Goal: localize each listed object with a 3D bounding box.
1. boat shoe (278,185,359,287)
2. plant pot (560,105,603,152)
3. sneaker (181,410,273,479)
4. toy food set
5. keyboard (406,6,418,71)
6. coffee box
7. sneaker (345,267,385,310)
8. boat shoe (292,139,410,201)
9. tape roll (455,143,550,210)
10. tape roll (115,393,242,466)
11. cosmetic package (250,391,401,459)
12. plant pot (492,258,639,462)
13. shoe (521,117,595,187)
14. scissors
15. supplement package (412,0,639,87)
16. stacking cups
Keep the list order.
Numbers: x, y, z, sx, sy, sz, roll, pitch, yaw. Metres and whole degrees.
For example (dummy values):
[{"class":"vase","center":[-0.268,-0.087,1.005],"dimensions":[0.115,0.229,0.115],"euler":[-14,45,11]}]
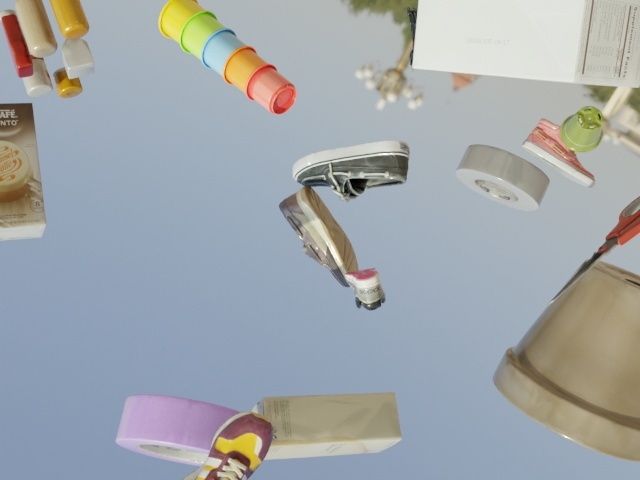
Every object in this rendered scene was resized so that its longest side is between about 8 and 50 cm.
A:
[{"class":"boat shoe","center":[0.000,0.000,2.003],"dimensions":[0.285,0.092,0.102],"euler":[57,-155,-31]},{"class":"plant pot","center":[0.514,-0.223,1.669],"dimensions":[0.083,0.083,0.079],"euler":[32,171,12]},{"class":"sneaker","center":[-0.115,0.285,1.002],"dimensions":[0.070,0.185,0.084],"euler":[31,-165,-20]},{"class":"toy food set","center":[-0.404,-0.298,1.265],"dimensions":[0.111,0.232,0.104],"euler":[-18,-99,-18]},{"class":"keyboard","center":[0.236,-0.489,1.828],"dimensions":[0.033,0.317,0.201],"euler":[24,-117,25]},{"class":"coffee box","center":[-0.610,-0.129,1.633],"dimensions":[0.141,0.098,0.246],"euler":[-6,-103,-24]},{"class":"sneaker","center":[0.086,0.095,1.628],"dimensions":[0.063,0.074,0.170],"euler":[-11,-177,-4]},{"class":"boat shoe","center":[0.062,-0.139,1.882],"dimensions":[0.306,0.104,0.113],"euler":[-6,165,34]},{"class":"tape roll","center":[0.442,-0.152,2.092],"dimensions":[0.219,0.072,0.219],"euler":[25,173,3]},{"class":"tape roll","center":[-0.258,0.382,1.696],"dimensions":[0.275,0.275,0.090],"euler":[19,-113,-21]},{"class":"cosmetic package","center":[0.006,0.415,1.921],"dimensions":[0.310,0.160,0.113],"euler":[1,-115,-16]},{"class":"plant pot","center":[0.516,0.197,1.560],"dimensions":[0.323,0.280,0.323],"euler":[20,-167,-5]},{"class":"shoe","center":[0.533,-0.191,1.864],"dimensions":[0.178,0.081,0.063],"euler":[34,-179,9]},{"class":"scissors","center":[0.460,0.005,1.371],"dimensions":[0.021,0.297,0.109],"euler":[53,178,-19]},{"class":"supplement package","center":[0.265,-0.307,1.081],"dimensions":[0.145,0.204,0.262],"euler":[-5,-164,-39]},{"class":"stacking cups","center":[-0.163,-0.343,1.581],"dimensions":[0.316,0.096,0.096],"euler":[39,-156,25]}]
